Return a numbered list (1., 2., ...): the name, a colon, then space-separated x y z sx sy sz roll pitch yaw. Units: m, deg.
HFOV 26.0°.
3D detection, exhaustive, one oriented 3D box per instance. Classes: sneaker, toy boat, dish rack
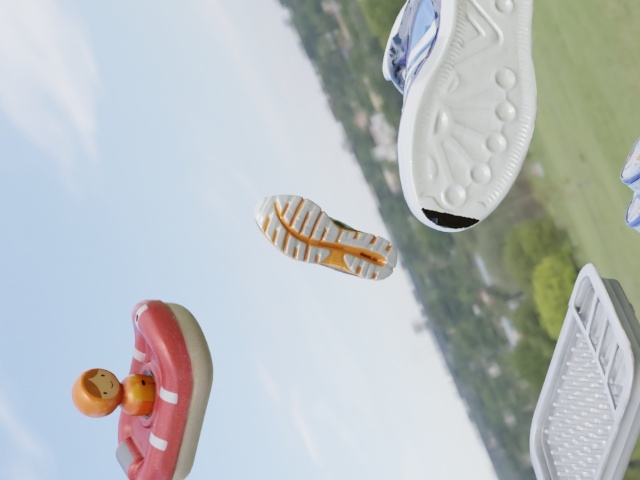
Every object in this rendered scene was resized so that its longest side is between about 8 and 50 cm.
1. sneaker: 0.132 -0.146 1.446 0.236 0.130 0.323 138 142 -74
2. toy boat: -0.224 0.182 1.662 0.151 0.151 0.231 39 120 58
3. sneaker: 0.000 0.000 1.946 0.215 0.084 0.083 26 176 -15
4. dish rack: 0.376 0.229 1.883 0.285 0.072 0.333 -98 18 -60

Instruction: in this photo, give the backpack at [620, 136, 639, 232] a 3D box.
1. backpack: 0.603 -0.104 2.224 0.213 0.263 0.276 37 -139 6
